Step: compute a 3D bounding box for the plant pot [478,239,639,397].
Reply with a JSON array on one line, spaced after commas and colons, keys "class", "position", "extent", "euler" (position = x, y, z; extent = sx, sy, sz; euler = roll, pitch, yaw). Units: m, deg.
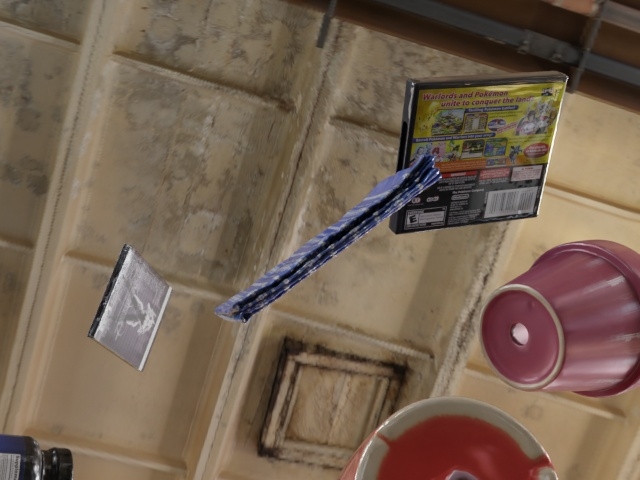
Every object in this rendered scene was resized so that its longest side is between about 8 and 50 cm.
[{"class": "plant pot", "position": [0.302, 0.106, 1.008], "extent": [0.180, 0.201, 0.202], "euler": [-8, -72, -38]}]

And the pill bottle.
[{"class": "pill bottle", "position": [-0.478, 0.339, 1.171], "extent": [0.219, 0.123, 0.123], "euler": [13, -76, -31]}]

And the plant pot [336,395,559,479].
[{"class": "plant pot", "position": [0.132, 0.293, 0.848], "extent": [0.274, 0.243, 0.275], "euler": [-1, -121, 2]}]

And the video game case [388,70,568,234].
[{"class": "video game case", "position": [0.248, -0.139, 1.291], "extent": [0.274, 0.035, 0.248], "euler": [-7, -60, -21]}]

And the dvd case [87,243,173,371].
[{"class": "dvd case", "position": [-0.323, 0.122, 1.409], "extent": [0.018, 0.221, 0.165], "euler": [12, -110, 15]}]

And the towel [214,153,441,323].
[{"class": "towel", "position": [0.000, 0.000, 1.126], "extent": [0.336, 0.243, 0.040], "euler": [-36, -86, -13]}]
